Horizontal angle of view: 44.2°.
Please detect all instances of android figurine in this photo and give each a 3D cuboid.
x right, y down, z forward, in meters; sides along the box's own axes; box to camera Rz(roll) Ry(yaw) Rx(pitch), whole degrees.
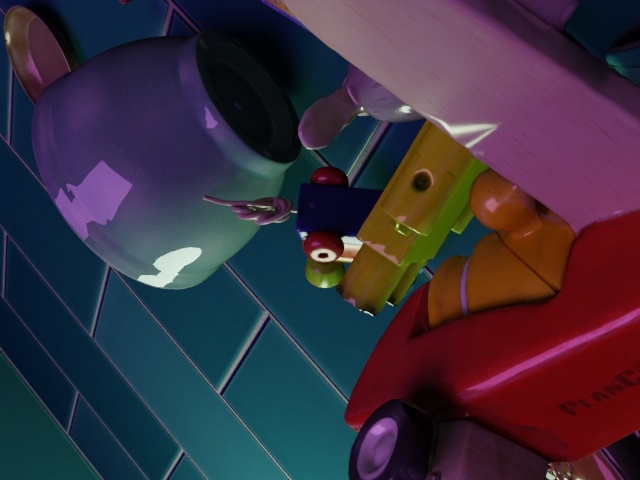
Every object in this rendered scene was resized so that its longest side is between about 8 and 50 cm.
[{"bbox_3d":[0.113,-0.061,0.661,0.056,0.248,0.273,35,99,14],"label":"android figurine"}]

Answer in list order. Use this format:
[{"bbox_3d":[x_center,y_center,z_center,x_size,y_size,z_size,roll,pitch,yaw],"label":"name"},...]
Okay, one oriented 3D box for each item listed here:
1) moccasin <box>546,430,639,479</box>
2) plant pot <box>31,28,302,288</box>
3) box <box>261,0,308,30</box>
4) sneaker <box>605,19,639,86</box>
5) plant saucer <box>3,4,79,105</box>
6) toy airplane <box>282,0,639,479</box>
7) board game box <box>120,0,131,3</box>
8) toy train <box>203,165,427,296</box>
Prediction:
[{"bbox_3d":[0.262,0.193,0.763,0.380,0.139,0.147,54,145,2],"label":"moccasin"},{"bbox_3d":[-0.147,-0.118,0.905,0.196,0.293,0.293,-31,93,27],"label":"plant pot"},{"bbox_3d":[-0.035,-0.275,0.751,0.105,0.043,0.179,37,170,24],"label":"box"},{"bbox_3d":[0.306,-0.118,0.497,0.295,0.124,0.178,-1,126,50],"label":"sneaker"},{"bbox_3d":[-0.445,-0.288,1.283,0.198,0.036,0.199,29,137,31],"label":"plant saucer"},{"bbox_3d":[0.187,-0.009,0.445,0.384,0.272,0.386,-3,132,10],"label":"toy airplane"},{"bbox_3d":[-0.244,-0.465,0.880,0.242,0.064,0.316,48,144,4],"label":"board game box"},{"bbox_3d":[0.000,0.000,0.867,0.248,0.105,0.143,5,146,0],"label":"toy train"}]
